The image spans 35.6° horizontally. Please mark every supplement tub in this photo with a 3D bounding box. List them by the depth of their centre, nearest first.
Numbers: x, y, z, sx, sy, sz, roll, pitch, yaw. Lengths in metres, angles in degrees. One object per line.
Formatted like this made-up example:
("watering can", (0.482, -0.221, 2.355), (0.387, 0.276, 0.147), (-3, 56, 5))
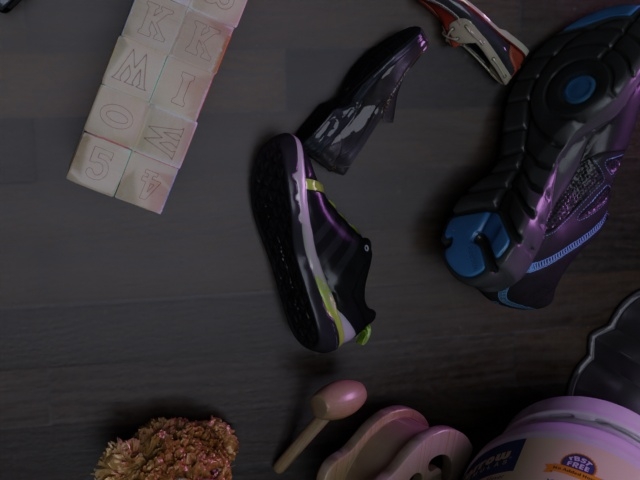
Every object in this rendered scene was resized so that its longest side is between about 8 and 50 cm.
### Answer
("supplement tub", (0.220, 0.321, 0.933), (0.236, 0.325, 0.235), (13, 123, 21))

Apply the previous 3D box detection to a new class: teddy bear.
("teddy bear", (-0.138, 0.351, 0.997), (0.245, 0.113, 0.337), (18, 91, -19))

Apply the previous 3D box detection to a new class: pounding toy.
("pounding toy", (0.056, 0.254, 1.062), (0.154, 0.155, 0.269), (-19, 115, -37))

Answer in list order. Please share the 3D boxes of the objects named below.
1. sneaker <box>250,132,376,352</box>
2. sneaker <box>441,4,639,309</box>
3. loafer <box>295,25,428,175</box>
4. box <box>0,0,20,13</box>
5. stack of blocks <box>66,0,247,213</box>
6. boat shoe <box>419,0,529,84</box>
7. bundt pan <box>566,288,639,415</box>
("sneaker", (0.000, 0.000, 1.015), (0.097, 0.084, 0.234), (-20, 107, -30))
("sneaker", (0.254, -0.086, 1.039), (0.140, 0.125, 0.340), (34, 88, -42))
("loafer", (0.051, -0.141, 1.003), (0.061, 0.062, 0.170), (41, 99, -23))
("box", (-0.272, -0.351, 0.898), (0.232, 0.059, 0.183), (-45, 105, -1))
("stack of blocks", (-0.133, -0.186, 0.896), (0.087, 0.171, 0.297), (21, 95, -14))
("boat shoe", (0.150, -0.211, 1.015), (0.137, 0.049, 0.043), (32, 94, -19))
("bundt pan", (0.448, 0.203, 1.105), (0.331, 0.124, 0.330), (-2, 100, -12))
